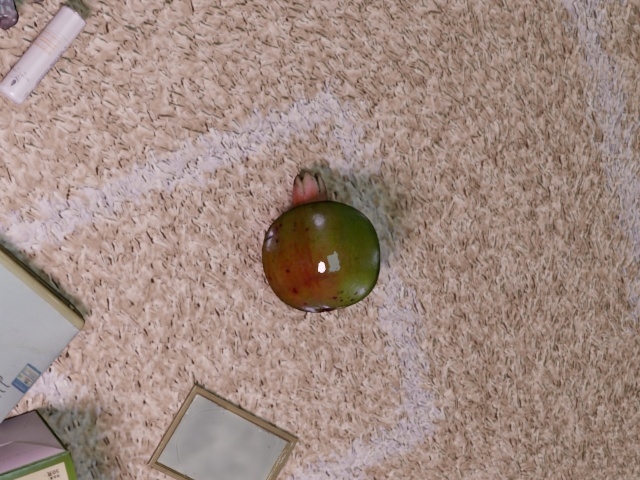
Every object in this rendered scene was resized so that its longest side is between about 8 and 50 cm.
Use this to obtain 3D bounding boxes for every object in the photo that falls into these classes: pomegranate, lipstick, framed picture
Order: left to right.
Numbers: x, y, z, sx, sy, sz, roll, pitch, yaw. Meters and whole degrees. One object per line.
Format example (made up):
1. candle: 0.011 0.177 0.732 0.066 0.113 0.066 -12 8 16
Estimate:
1. lipstick: -0.362 -0.240 1.706 0.040 0.040 0.141 40 82 -28
2. framed picture: -0.143 0.315 1.954 0.201 0.010 0.136 33 85 -29
3. pomegranate: 0.000 0.000 1.880 0.180 0.180 0.209 3 71 -27

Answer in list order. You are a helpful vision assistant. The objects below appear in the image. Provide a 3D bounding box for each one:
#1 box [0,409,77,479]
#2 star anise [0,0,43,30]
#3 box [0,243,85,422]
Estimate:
1. box: -0.427 0.341 1.719 0.195 0.177 0.148 -17 109 -23
2. star anise: -0.412 -0.359 1.618 0.257 0.111 0.198 -38 115 -22
3. box: -0.470 0.098 1.721 0.270 0.045 0.211 43 81 -28
